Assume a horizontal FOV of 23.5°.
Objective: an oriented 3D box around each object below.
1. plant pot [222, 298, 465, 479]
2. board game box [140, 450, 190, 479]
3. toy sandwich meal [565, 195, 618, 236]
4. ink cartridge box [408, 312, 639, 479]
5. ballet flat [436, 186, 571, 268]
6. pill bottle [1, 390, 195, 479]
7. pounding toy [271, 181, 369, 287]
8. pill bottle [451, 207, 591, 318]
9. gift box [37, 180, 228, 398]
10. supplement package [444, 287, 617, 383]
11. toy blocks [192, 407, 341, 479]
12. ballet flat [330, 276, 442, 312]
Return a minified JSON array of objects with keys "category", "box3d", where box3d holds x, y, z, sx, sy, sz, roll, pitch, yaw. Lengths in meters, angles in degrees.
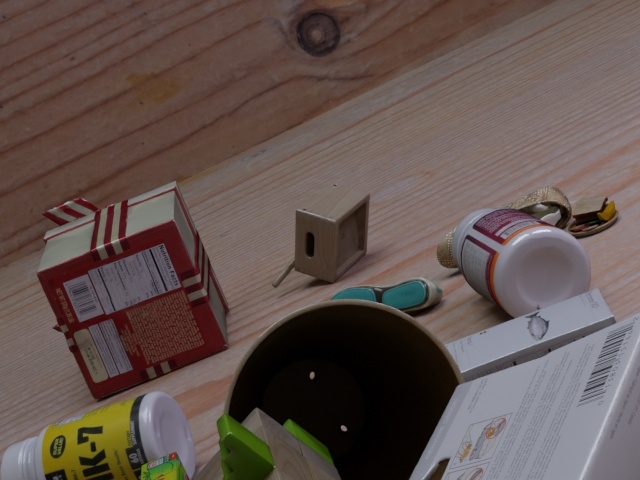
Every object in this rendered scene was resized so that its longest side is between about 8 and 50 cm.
[{"category":"plant pot","box3d":[0.007,0.179,1.559,0.237,0.237,0.254,-25,1,-9]},{"category":"board game box","box3d":[-0.149,0.296,1.581,0.043,0.092,0.181,-24,14,0]},{"category":"toy sandwich meal","box3d":[0.372,-0.034,2.114,0.085,0.029,0.085,-21,14,6]},{"category":"ink cartridge box","box3d":[0.159,0.215,1.274,0.261,0.066,0.296,-30,22,52]},{"category":"ballet flat","box3d":[0.261,-0.014,2.145,0.206,0.073,0.067,-29,29,-9]},{"category":"pill bottle","box3d":[-0.265,0.263,1.829,0.208,0.119,0.119,-19,15,17]},{"category":"pounding toy","box3d":[0.000,0.000,2.389,0.100,0.141,0.130,18,33,25]},{"category":"pill bottle","box3d":[0.242,0.025,1.911,0.121,0.121,0.221,-24,14,-6]},{"category":"gift box","box3d":[-0.303,0.065,2.342,0.276,0.255,0.258,-16,16,1]},{"category":"supplement package","box3d":[0.223,0.137,1.560,0.179,0.105,0.105,-21,12,6]},{"category":"toy blocks","box3d":[-0.083,0.306,1.243,0.261,0.191,0.381,-50,15,4]},{"category":"ballet flat","box3d":[0.091,0.085,2.097,0.168,0.057,0.052,-9,-8,34]}]
